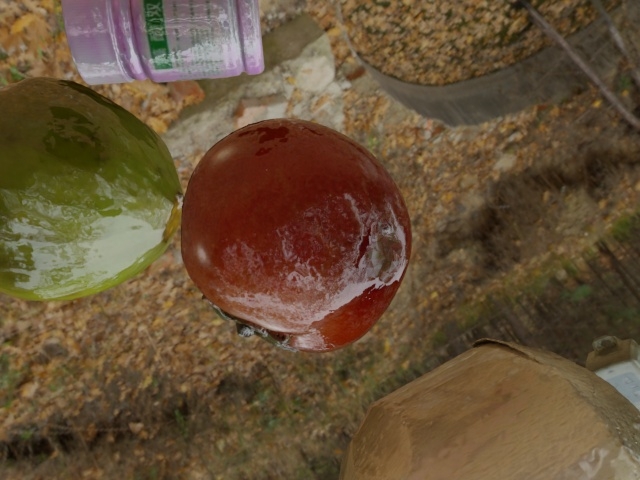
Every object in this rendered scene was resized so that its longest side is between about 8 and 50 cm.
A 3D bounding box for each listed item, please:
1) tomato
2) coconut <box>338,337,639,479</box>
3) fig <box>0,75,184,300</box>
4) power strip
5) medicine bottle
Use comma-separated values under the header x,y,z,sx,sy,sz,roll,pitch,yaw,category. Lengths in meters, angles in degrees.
x,y,z,sx,sy,sz,roll,pitch,yaw,category
0.000,0.000,0.379,0.159,0.091,0.139,38,69,-32,tomato
0.112,0.191,0.435,0.234,0.224,0.224,-37,161,-10,coconut
-0.368,-0.063,0.920,0.344,0.343,0.343,-29,160,-12,fig
0.464,0.242,0.856,0.078,0.272,0.052,-36,-170,40,power strip
-0.271,-0.396,1.130,0.326,0.211,0.212,-4,156,-3,medicine bottle
